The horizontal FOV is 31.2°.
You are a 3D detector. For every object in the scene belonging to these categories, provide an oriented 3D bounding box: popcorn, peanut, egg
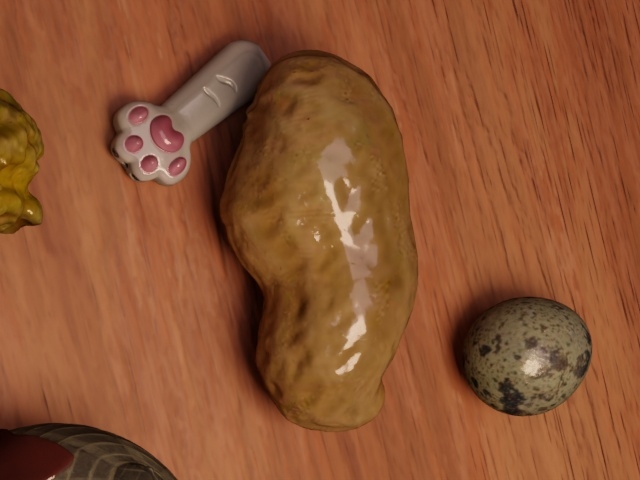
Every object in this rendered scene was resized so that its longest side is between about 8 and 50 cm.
[{"bbox_3d":[-0.331,-0.053,0.971,0.198,0.197,0.155,-3,86,-29],"label":"popcorn"},{"bbox_3d":[0.000,0.000,1.155,0.192,0.169,0.387,-5,88,-24],"label":"peanut"},{"bbox_3d":[0.238,0.128,1.294,0.172,0.132,0.132,-15,93,-39],"label":"egg"}]

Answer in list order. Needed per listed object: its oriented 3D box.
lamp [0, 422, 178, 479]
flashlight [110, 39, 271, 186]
[{"bbox_3d":[-0.212,0.266,0.972,0.265,0.233,0.233,43,66,-3],"label":"lamp"},{"bbox_3d":[-0.125,-0.135,1.167,0.200,0.047,0.093,-42,105,-25],"label":"flashlight"}]
